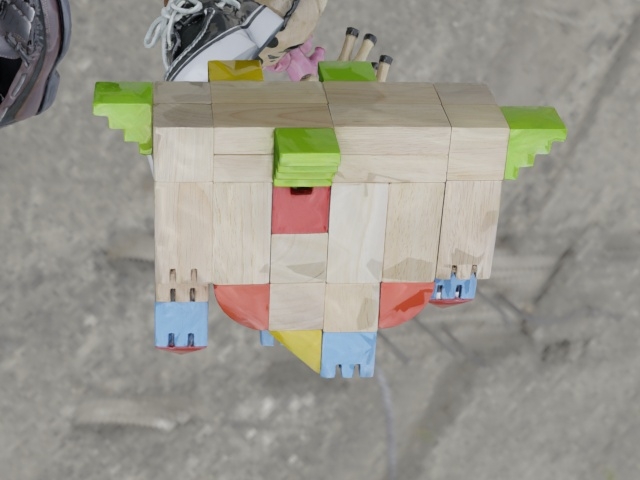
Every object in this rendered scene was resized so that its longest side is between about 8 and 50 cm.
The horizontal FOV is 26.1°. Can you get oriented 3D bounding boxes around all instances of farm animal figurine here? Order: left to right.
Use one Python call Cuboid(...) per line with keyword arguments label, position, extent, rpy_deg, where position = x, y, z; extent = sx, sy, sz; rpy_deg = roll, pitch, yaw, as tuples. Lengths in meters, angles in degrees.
Cuboid(label="farm animal figurine", position=(-0.061, -0.247, 1.758), extent=(0.327, 0.330, 0.172), rpy_deg=(113, -3, -70))

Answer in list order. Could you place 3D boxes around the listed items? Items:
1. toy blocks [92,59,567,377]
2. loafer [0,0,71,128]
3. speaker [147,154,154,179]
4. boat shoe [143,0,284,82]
Cuboid(label="toy blocks", position=(0.000, 0.000, 1.198), extent=(0.382, 0.190, 0.260), rpy_deg=(-1, 119, -7))
Cuboid(label="loafer", position=(-0.325, -0.204, 1.424), extent=(0.095, 0.109, 0.302), rpy_deg=(-42, 168, -27))
Cuboid(label="speaker", position=(-0.216, -0.115, 1.957), extent=(0.055, 0.055, 0.136), rpy_deg=(-30, 122, -29))
Cuboid(label="boat shoe", position=(-0.120, -0.211, 1.432), extent=(0.113, 0.105, 0.306), rpy_deg=(-48, -174, 27))
